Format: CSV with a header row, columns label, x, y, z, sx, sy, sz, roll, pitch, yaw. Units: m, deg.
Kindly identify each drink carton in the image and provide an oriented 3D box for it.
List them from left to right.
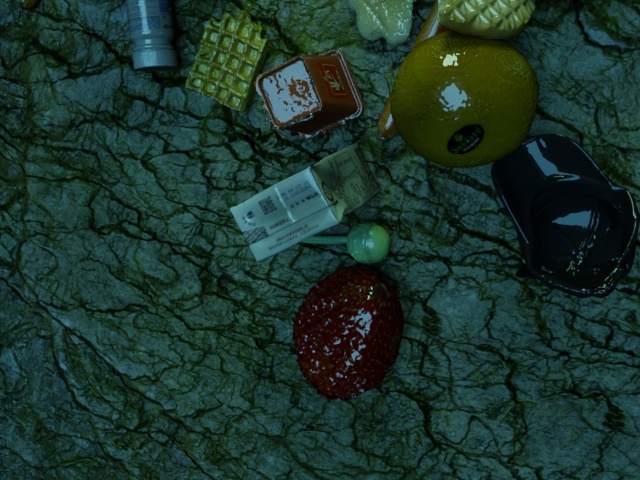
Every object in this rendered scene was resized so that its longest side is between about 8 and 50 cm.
label,x,y,z,sx,sy,sz,roll,pitch,yaw
drink carton,-0.017,-0.086,1.353,0.194,0.324,0.132,-26,95,24

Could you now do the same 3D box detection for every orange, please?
label,x,y,z,sx,sy,sz,roll,pitch,yaw
orange,0.270,-0.267,1.248,0.274,0.274,0.274,4,102,19

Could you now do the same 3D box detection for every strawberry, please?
label,x,y,z,sx,sy,sz,roll,pitch,yaw
strawberry,0.066,0.194,1.416,0.250,0.238,0.288,37,135,-1

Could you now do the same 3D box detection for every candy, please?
label,x,y,z,sx,sy,sz,roll,pitch,yaw
candy,0.000,0.000,1.506,0.336,0.093,0.092,2,58,27

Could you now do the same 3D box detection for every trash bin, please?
label,x,y,z,sx,sy,sz,roll,pitch,yaw
trash bin,-0.037,-0.297,1.362,0.185,0.239,0.161,-21,93,23

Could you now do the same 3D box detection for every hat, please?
label,x,y,z,sx,sy,sz,roll,pitch,yaw
hat,0.472,-0.034,1.298,0.238,0.209,0.336,-30,71,2

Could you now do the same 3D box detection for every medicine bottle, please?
label,x,y,z,sx,sy,sz,roll,pitch,yaw
medicine bottle,-0.389,-0.482,1.521,0.105,0.105,0.168,-1,100,19

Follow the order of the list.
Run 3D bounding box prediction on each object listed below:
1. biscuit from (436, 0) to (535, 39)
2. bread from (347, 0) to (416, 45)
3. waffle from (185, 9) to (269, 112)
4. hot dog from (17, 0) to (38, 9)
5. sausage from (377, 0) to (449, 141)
label,x,y,z,sx,sy,sz,roll,pitch,yaw
biscuit,0.304,-0.473,1.211,0.205,0.308,0.040,17,143,-12
bread,0.130,-0.532,1.341,0.182,0.039,0.250,26,119,23
waffle,-0.206,-0.418,1.495,0.161,0.055,0.210,25,108,12
hot dog,-0.708,-0.638,1.638,0.062,0.038,0.144,42,113,5
sausage,0.202,-0.363,1.365,0.053,0.053,0.347,30,109,12
